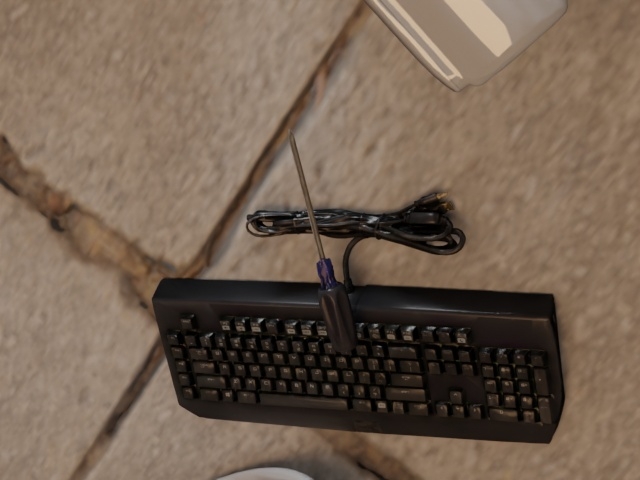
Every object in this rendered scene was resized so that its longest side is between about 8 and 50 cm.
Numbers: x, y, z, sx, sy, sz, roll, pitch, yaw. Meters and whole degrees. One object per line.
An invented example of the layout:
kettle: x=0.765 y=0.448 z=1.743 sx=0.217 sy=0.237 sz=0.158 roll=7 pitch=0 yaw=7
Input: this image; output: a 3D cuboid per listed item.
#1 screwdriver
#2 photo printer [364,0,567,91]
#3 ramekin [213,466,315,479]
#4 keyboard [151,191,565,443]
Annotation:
screwdriver: x=0.000 y=0.000 z=1.348 sx=0.024 sy=0.025 sz=0.170 roll=-5 pitch=105 yaw=27
photo printer: x=0.019 y=-0.238 z=1.109 sx=0.107 sy=0.256 sz=0.307 roll=-41 pitch=96 yaw=13
ramekin: x=-0.074 y=0.310 z=1.437 sx=0.273 sy=0.273 sz=0.127 roll=-22 pitch=118 yaw=31
keyboard: x=0.021 y=0.058 z=1.394 sx=0.317 sy=0.033 sz=0.201 roll=1 pitch=116 yaw=22
